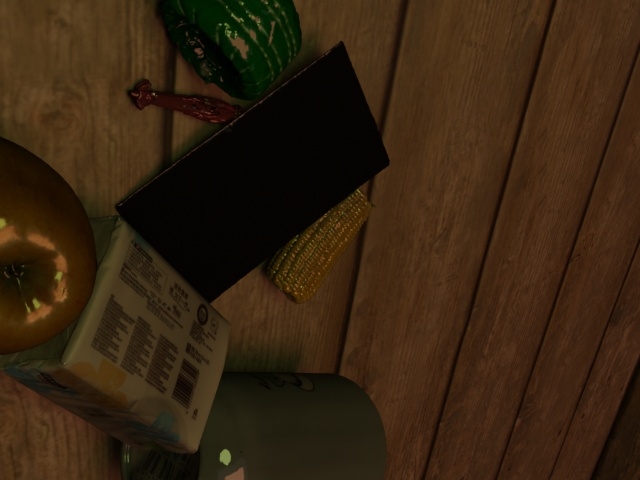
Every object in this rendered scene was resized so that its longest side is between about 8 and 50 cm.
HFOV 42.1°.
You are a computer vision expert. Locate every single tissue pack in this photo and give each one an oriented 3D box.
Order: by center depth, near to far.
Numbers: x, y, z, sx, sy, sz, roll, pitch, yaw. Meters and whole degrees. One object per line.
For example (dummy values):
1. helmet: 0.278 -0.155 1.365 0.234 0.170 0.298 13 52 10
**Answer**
1. tissue pack: -0.216 0.103 0.846 0.229 0.145 0.159 54 42 -51

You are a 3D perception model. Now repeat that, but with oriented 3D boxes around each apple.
1. apple: -0.269 0.006 0.669 0.182 0.155 0.182 -21 126 -31

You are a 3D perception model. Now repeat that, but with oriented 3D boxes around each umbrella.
1. umbrella: -0.124 -0.135 0.845 0.165 0.025 0.027 3 140 -48

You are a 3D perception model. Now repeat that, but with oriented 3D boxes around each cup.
1. cup: -0.081 0.266 1.041 0.312 0.205 0.205 15 105 -51

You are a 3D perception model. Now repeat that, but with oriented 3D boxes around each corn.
1. corn: 0.000 0.000 1.051 0.085 0.063 0.165 44 80 -29

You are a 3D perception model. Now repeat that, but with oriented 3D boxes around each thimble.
1. thimble: -0.080 -0.197 0.774 0.090 0.118 0.130 -50 170 -15

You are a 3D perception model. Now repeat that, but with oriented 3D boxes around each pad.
1. pad: -0.061 -0.065 0.937 0.300 0.005 0.202 -38 138 -9
